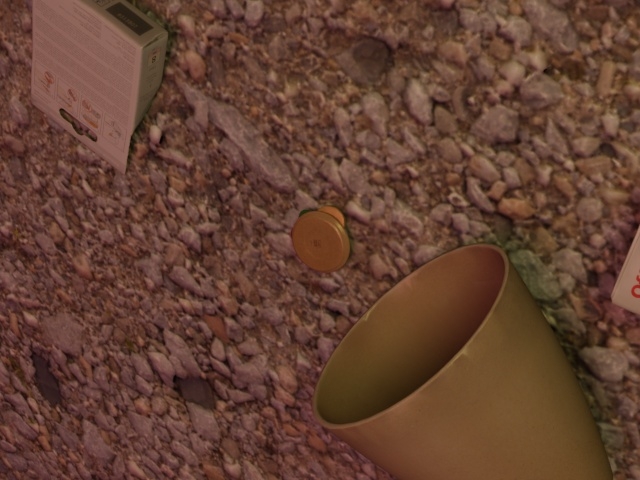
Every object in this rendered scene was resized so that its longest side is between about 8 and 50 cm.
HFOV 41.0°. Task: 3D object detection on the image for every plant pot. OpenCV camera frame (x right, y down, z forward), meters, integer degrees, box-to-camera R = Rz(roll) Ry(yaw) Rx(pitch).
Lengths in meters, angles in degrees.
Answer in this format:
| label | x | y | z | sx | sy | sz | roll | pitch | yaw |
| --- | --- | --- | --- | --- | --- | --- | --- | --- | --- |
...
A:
| label | x | y | z | sx | sy | sz | roll | pitch | yaw |
| --- | --- | --- | --- | --- | --- | --- | --- | --- | --- |
| plant pot | 0.177 | 0.187 | 0.905 | 0.256 | 0.256 | 0.274 | -34 | 106 | 35 |

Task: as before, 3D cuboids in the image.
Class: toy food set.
| label | x | y | z | sx | sy | sz | roll | pitch | yaw |
| --- | --- | --- | --- | --- | --- | --- | --- | --- | --- |
| toy food set | 0.000 | 0.000 | 1.045 | 0.083 | 0.020 | 0.083 | -12 | 104 | 33 |

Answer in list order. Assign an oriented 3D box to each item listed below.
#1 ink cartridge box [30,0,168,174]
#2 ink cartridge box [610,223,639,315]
| label | x | y | z | sx | sy | sz | roll | pitch | yaw |
| --- | --- | --- | --- | --- | --- | --- | --- | --- | --- |
| ink cartridge box | -0.296 | -0.226 | 1.120 | 0.189 | 0.066 | 0.232 | 37 | 145 | 12 |
| ink cartridge box | 0.394 | 0.022 | 0.784 | 0.203 | 0.086 | 0.148 | 25 | 120 | 21 |
